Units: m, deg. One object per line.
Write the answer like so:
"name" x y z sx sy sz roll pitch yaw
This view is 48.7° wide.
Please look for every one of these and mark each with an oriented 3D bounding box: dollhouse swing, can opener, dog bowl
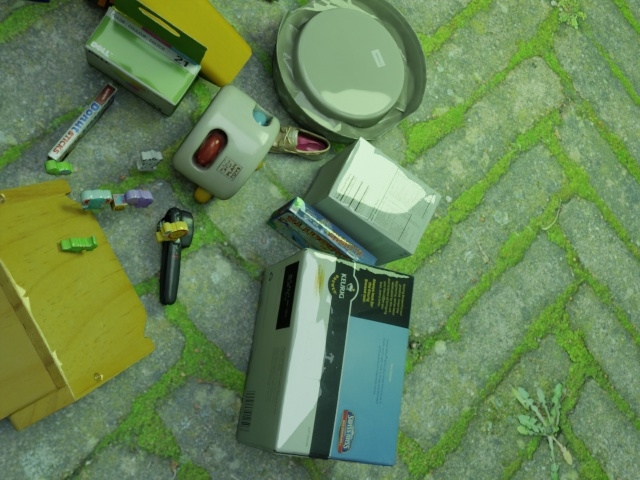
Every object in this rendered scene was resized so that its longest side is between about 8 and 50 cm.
"dollhouse swing" -0.536 0.134 1.185 0.347 0.305 0.315 61 23 -1
"can opener" -0.275 0.028 1.317 0.073 0.059 0.186 9 75 -22
"dog bowl" 0.055 -0.367 1.516 0.349 0.102 0.348 5 78 -23

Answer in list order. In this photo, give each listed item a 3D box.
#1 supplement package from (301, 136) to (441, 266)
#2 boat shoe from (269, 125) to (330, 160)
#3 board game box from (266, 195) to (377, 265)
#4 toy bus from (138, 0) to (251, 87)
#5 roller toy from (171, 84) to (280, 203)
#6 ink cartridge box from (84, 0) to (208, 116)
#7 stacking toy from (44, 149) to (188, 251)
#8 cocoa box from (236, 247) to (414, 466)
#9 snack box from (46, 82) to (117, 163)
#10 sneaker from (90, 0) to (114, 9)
"supplement package" 0.089 -0.067 1.418 0.203 0.194 0.149 34 68 -14
"boat shoe" -0.059 -0.210 1.458 0.170 0.059 0.063 9 76 -22
"board game box" 0.000 0.000 1.398 0.201 0.136 0.035 38 68 -11
"toy bus" -0.278 -0.426 1.293 0.108 0.130 0.333 -53 140 -2
"roller toy" -0.173 -0.178 1.329 0.146 0.191 0.209 35 68 -14
"ink cartridge box" -0.315 -0.329 1.257 0.189 0.255 0.097 33 83 -13
"stacking toy" -0.356 -0.072 1.237 0.221 0.052 0.167 -7 67 -36
"cocoa box" 0.009 0.220 1.304 0.228 0.231 0.347 14 74 -21
"snack box" -0.437 -0.208 1.293 0.022 0.064 0.178 36 68 -11
"sneaker" -0.390 -0.597 1.360 0.180 0.124 0.321 8 76 -23
